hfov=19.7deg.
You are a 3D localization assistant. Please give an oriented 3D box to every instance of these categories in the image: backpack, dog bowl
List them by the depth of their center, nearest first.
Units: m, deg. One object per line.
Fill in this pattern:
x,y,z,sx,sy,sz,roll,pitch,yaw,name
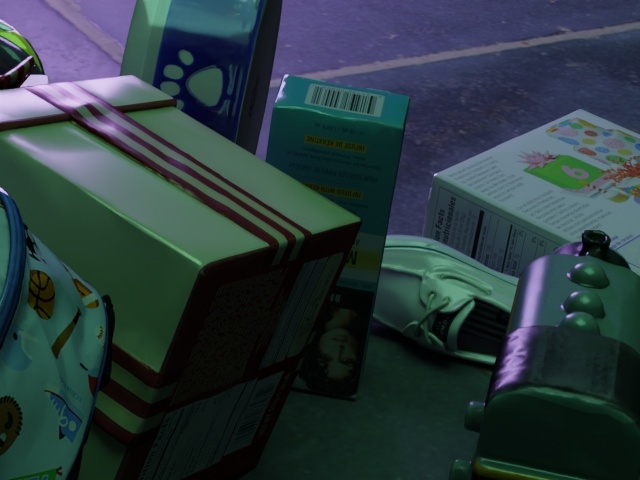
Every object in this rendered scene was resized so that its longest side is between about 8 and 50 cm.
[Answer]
-0.257,0.077,1.024,0.263,0.213,0.276,-13,50,18,backpack
-0.107,-0.133,1.609,0.104,0.264,0.265,11,29,2,dog bowl

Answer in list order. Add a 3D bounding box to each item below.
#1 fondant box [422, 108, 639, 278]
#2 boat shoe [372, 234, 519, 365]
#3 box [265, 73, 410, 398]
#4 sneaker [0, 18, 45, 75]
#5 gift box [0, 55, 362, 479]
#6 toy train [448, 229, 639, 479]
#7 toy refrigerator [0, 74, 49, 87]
0.291,0.009,1.632,0.330,0.096,0.238,29,35,31,fondant box
0.110,0.054,1.514,0.226,0.083,0.076,11,28,3,boat shoe
0.000,0.000,1.417,0.101,0.244,0.060,10,29,3,box
-0.410,-0.157,1.762,0.300,0.111,0.121,7,39,10,sneaker
-0.154,0.037,1.296,0.258,0.255,0.276,31,17,20,gift box
0.162,0.122,1.225,0.142,0.190,0.334,13,24,8,toy train
-0.270,-0.034,1.543,0.094,0.102,0.269,-1,32,-9,toy refrigerator
